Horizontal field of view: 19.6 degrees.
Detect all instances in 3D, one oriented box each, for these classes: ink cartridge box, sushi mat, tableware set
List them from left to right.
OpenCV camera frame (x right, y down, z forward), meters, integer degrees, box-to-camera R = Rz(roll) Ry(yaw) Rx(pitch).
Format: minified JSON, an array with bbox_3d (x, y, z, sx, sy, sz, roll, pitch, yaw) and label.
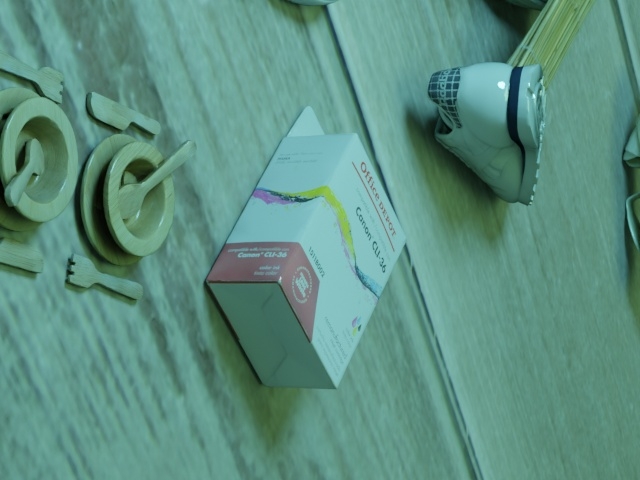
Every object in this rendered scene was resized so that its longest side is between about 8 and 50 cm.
[{"bbox_3d":[-0.144,-0.039,1.156,0.194,0.039,0.128,21,71,-58],"label":"tableware set"},{"bbox_3d":[0.000,0.000,1.379,0.115,0.067,0.198,63,38,-37],"label":"ink cartridge box"},{"bbox_3d":[0.263,-0.271,1.723,0.316,0.019,0.151,-60,163,-5],"label":"sushi mat"}]

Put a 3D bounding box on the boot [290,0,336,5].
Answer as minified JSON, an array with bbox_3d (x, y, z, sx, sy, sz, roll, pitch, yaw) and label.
[{"bbox_3d":[-0.004,-0.256,1.322,0.258,0.123,0.095,44,52,-51],"label":"boot"}]

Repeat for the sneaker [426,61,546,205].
[{"bbox_3d":[0.151,-0.098,1.640,0.235,0.094,0.090,68,26,-67],"label":"sneaker"}]

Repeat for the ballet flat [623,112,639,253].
[{"bbox_3d":[0.368,-0.068,2.018,0.086,0.086,0.248,9,76,-60],"label":"ballet flat"}]

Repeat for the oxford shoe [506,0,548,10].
[{"bbox_3d":[0.191,-0.322,1.667,0.449,0.130,0.169,29,62,-59],"label":"oxford shoe"}]
